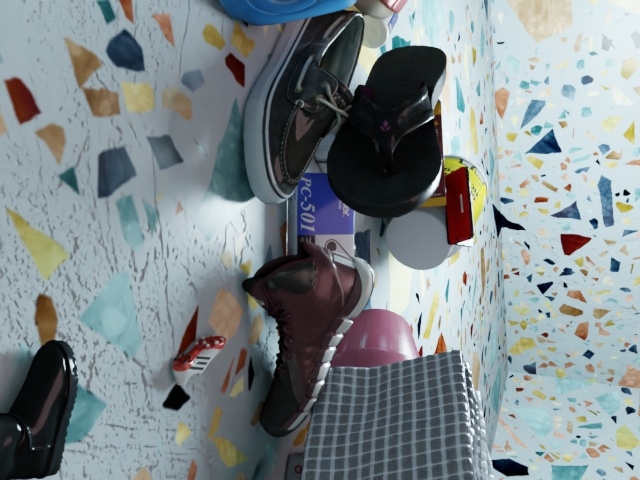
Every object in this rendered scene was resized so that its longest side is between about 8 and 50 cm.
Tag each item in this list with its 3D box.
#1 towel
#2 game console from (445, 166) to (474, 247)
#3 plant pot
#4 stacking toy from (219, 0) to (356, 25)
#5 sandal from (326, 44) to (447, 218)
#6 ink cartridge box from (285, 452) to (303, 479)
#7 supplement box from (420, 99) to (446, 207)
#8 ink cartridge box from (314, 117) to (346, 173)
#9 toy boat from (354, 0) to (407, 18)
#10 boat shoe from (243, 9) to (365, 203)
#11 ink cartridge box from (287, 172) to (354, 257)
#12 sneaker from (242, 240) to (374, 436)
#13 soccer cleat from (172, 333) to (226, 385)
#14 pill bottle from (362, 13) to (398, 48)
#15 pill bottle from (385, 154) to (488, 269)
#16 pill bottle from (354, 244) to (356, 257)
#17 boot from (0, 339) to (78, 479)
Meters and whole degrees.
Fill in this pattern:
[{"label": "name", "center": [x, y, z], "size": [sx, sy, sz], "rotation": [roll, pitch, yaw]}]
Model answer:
[{"label": "towel", "center": [0.096, 0.274, 0.717], "size": [0.121, 0.235, 0.283], "rotation": [61, 22, -28]}, {"label": "game console", "center": [0.297, -0.064, 1.096], "size": [0.124, 0.085, 0.143], "rotation": [150, -62, -71]}, {"label": "plant pot", "center": [0.099, 0.228, 0.972], "size": [0.180, 0.202, 0.201], "rotation": [-78, 156, -52]}, {"label": "stacking toy", "center": [-0.055, -0.435, 0.662], "size": [0.175, 0.166, 0.301], "rotation": [42, 43, -76]}, {"label": "sandal", "center": [0.106, -0.208, 0.842], "size": [0.107, 0.168, 0.445], "rotation": [76, 21, -43]}, {"label": "ink cartridge box", "center": [0.016, 0.450, 0.846], "size": [0.087, 0.153, 0.208], "rotation": [35, 60, -58]}, {"label": "supplement box", "center": [0.171, -0.180, 1.074], "size": [0.194, 0.129, 0.191], "rotation": [-68, 152, -69]}, {"label": "ink cartridge box", "center": [0.034, -0.166, 0.937], "size": [0.135, 0.056, 0.099], "rotation": [60, 41, -47]}, {"label": "toy boat", "center": [0.067, -0.455, 0.804], "size": [0.231, 0.151, 0.151], "rotation": [50, 24, -1]}, {"label": "boat shoe", "center": [-0.014, -0.208, 0.768], "size": [0.121, 0.119, 0.335], "rotation": [45, 52, -56]}, {"label": "ink cartridge box", "center": [0.000, 0.000, 0.843], "size": [0.097, 0.046, 0.207], "rotation": [-2, 94, -24]}, {"label": "sneaker", "center": [-0.056, 0.125, 0.763], "size": [0.163, 0.106, 0.281], "rotation": [28, 88, -24]}, {"label": "soccer cleat", "center": [-0.142, 0.140, 0.645], "size": [0.083, 0.029, 0.035], "rotation": [-33, 130, -55]}, {"label": "pill bottle", "center": [0.115, -0.435, 1.069], "size": [0.120, 0.067, 0.067], "rotation": [-66, 146, -37]}, {"label": "pill bottle", "center": [0.272, -0.068, 1.277], "size": [0.334, 0.188, 0.187], "rotation": [-46, 132, -54]}, {"label": "pill bottle", "center": [0.021, 0.060, 0.922], "size": [0.065, 0.065, 0.116], "rotation": [32, 64, -60]}, {"label": "boot", "center": [-0.246, 0.138, 0.420], "size": [0.099, 0.045, 0.121], "rotation": [16, 78, -60]}]
